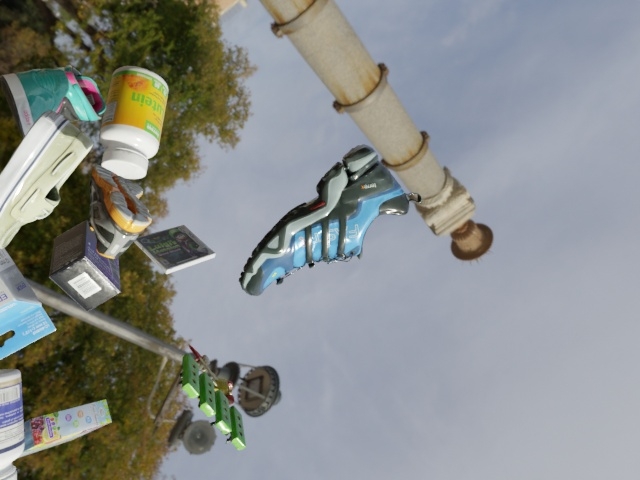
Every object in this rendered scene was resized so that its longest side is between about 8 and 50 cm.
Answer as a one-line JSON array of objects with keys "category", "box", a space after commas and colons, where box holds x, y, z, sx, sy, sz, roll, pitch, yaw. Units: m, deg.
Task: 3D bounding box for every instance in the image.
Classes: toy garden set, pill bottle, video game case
[{"category": "toy garden set", "box": [-0.274, 0.369, 1.178, 0.049, 0.244, 0.204, -30, -152, -1]}, {"category": "pill bottle", "box": [-0.540, 0.310, 0.774, 0.111, 0.112, 0.187, -10, -97, 37]}, {"category": "video game case", "box": [-0.461, 0.023, 1.539, 0.173, 0.190, 0.022, 37, -55, 24]}, {"category": "pill bottle", "box": [-0.458, -0.283, 1.181, 0.136, 0.136, 0.246, -10, -111, 37]}]

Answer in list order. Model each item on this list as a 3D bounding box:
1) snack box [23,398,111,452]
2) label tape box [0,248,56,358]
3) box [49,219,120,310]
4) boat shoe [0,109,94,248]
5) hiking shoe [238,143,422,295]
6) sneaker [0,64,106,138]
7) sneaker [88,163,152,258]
[{"category": "snack box", "box": [-0.674, 0.480, 1.221, 0.174, 0.207, 0.070, -28, -107, 23]}, {"category": "label tape box", "box": [-0.800, 0.126, 1.056, 0.249, 0.348, 0.115, -28, -168, -9]}, {"category": "box", "box": [-0.653, 0.067, 1.350, 0.108, 0.153, 0.207, -30, -141, -3]}, {"category": "boat shoe", "box": [-0.522, -0.087, 0.869, 0.302, 0.094, 0.109, -50, -162, 15]}, {"category": "hiking shoe", "box": [0.000, 0.000, 0.734, 0.304, 0.132, 0.113, -43, -174, 19]}, {"category": "sneaker", "box": [-0.561, -0.281, 1.042, 0.178, 0.124, 0.295, -24, 180, -28]}, {"category": "sneaker", "box": [-0.328, -0.051, 0.754, 0.083, 0.084, 0.215, -56, -144, 10]}]
